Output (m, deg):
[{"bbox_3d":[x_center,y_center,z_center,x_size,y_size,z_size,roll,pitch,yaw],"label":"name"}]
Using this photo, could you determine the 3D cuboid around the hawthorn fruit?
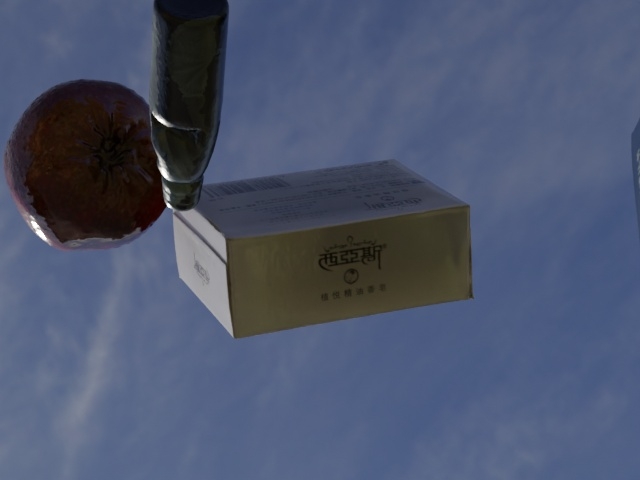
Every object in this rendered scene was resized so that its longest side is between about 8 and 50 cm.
[{"bbox_3d":[-0.246,-0.072,1.700,0.179,0.179,0.200,-8,-6,-21],"label":"hawthorn fruit"}]

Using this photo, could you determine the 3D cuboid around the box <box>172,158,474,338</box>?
[{"bbox_3d":[0.000,0.003,1.755,0.274,0.203,0.116,-9,-71,-20],"label":"box"}]

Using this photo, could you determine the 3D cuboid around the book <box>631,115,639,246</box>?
[{"bbox_3d":[0.357,-0.082,1.474,0.039,0.300,0.428,2,-28,-3],"label":"book"}]

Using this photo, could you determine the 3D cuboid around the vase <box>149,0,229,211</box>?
[{"bbox_3d":[-0.107,-0.105,1.296,0.060,0.060,0.211,-11,-44,-19],"label":"vase"}]
